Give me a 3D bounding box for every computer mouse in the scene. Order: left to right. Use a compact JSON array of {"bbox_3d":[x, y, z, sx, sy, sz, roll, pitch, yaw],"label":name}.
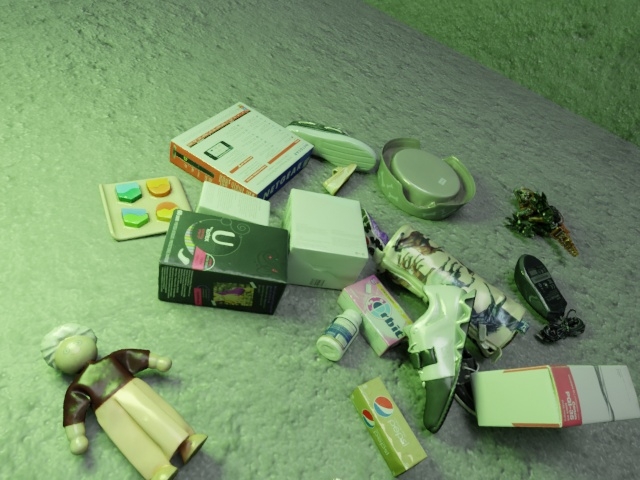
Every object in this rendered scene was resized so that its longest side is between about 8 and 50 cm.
[{"bbox_3d":[0.664,0.173,1.306,0.189,0.072,0.272,-6,65,-30],"label":"computer mouse"}]

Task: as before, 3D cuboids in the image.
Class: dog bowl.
[{"bbox_3d":[0.357,-0.213,1.503,0.349,0.102,0.348,11,47,-12],"label":"dog bowl"}]

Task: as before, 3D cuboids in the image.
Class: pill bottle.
[{"bbox_3d":[0.048,0.216,1.005,0.067,0.067,0.120,35,46,11],"label":"pill bottle"}]

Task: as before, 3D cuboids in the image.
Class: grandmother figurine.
[{"bbox_3d":[-0.359,0.272,0.767,0.342,0.104,0.208,38,38,10],"label":"grandmother figurine"}]

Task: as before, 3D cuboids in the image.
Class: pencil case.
[{"bbox_3d":[0.333,0.129,1.138,0.410,0.159,0.183,38,31,13],"label":"pencil case"}]

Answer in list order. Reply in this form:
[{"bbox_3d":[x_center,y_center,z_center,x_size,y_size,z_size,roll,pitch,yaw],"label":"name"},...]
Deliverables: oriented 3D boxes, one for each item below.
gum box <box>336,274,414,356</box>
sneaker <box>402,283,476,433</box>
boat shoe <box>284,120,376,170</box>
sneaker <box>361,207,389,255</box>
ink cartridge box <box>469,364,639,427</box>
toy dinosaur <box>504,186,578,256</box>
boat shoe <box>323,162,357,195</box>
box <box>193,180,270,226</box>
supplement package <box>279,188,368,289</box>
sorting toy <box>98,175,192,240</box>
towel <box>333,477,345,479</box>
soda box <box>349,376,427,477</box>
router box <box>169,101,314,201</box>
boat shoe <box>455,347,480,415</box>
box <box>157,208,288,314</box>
[{"bbox_3d":[0.142,0.188,1.073,0.107,0.062,0.188,-20,60,-35],"label":"gum box"},{"bbox_3d":[0.254,0.258,0.986,0.146,0.122,0.330,11,73,19],"label":"sneaker"},{"bbox_3d":[0.037,-0.343,1.473,0.336,0.121,0.119,19,49,-4],"label":"boat shoe"},{"bbox_3d":[0.158,-0.019,1.283,0.071,0.068,0.169,-3,58,-44],"label":"sneaker"},{"bbox_3d":[0.512,0.340,0.944,0.283,0.207,0.117,9,66,-27],"label":"ink cartridge box"},{"bbox_3d":[0.809,-0.084,1.549,0.219,0.164,0.322,6,24,-40],"label":"toy dinosaur"},{"bbox_3d":[0.064,-0.213,1.408,0.059,0.063,0.170,36,47,3],"label":"boat shoe"},{"bbox_3d":[-0.229,-0.050,1.076,0.171,0.130,0.091,18,44,-21],"label":"box"},{"bbox_3d":[0.000,0.000,1.125,0.194,0.149,0.203,9,47,-14],"label":"supplement package"},{"bbox_3d":[-0.442,-0.094,1.107,0.208,0.038,0.193,-10,54,-30],"label":"sorting toy"},{"bbox_3d":[0.111,0.525,0.780,0.197,0.029,0.144,13,46,-8],"label":"towel"},{"bbox_3d":[0.137,0.384,0.895,0.061,0.058,0.181,-13,55,-32],"label":"soda box"},{"bbox_3d":[-0.231,-0.268,1.323,0.301,0.082,0.335,33,46,8],"label":"router box"},{"bbox_3d":[0.342,0.313,1.033,0.084,0.079,0.233,-11,58,-32],"label":"boat shoe"},{"bbox_3d":[-0.219,0.052,0.991,0.271,0.143,0.165,10,47,-15],"label":"box"}]
